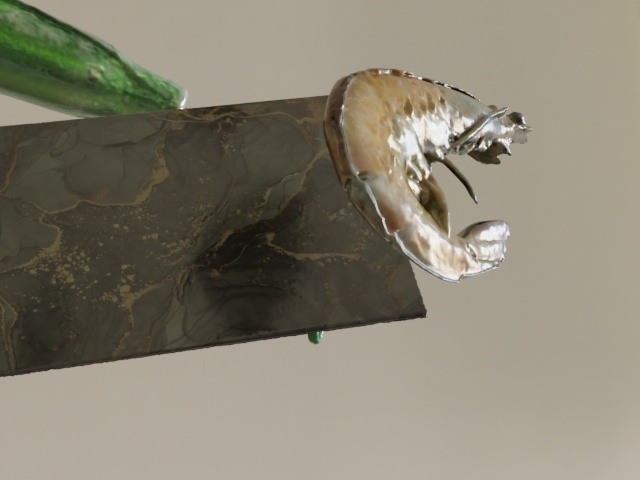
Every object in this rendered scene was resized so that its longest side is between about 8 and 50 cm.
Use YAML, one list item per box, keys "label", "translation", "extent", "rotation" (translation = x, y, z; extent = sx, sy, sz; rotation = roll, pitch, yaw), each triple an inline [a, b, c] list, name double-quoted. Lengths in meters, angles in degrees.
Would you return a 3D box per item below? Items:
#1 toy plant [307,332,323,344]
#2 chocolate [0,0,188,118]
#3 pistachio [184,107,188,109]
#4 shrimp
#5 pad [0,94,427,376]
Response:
- label: "toy plant"
  translation: [0.000, 0.000, 1.128]
  extent: [0.105, 0.200, 0.143]
  rotation: [-2, -28, 11]
- label: "chocolate"
  translation: [-0.281, -0.184, 1.187]
  extent: [0.291, 0.110, 0.110]
  rotation: [20, -28, -10]
- label: "pistachio"
  translation: [-0.219, -0.054, 1.471]
  extent: [0.260, 0.213, 0.163]
  rotation: [-52, -9, 17]
- label: "shrimp"
  translation: [0.086, -0.045, 0.743]
  extent: [0.052, 0.143, 0.251]
  rotation: [-28, -10, 40]
- label: "pad"
  translation: [-0.120, -0.016, 0.901]
  extent: [0.368, 0.247, 0.007]
  rotation: [-6, -37, -14]
